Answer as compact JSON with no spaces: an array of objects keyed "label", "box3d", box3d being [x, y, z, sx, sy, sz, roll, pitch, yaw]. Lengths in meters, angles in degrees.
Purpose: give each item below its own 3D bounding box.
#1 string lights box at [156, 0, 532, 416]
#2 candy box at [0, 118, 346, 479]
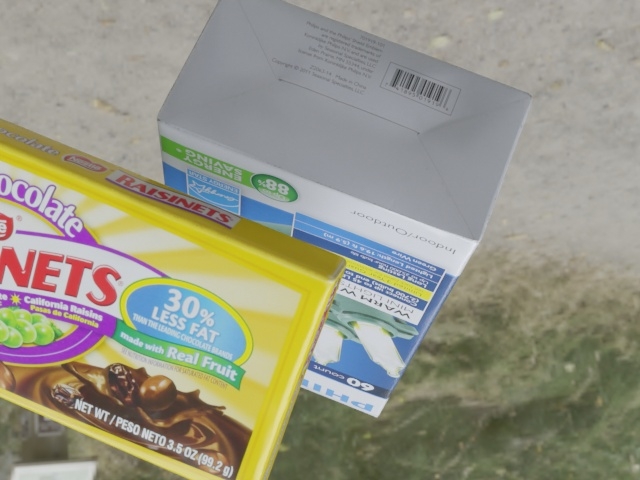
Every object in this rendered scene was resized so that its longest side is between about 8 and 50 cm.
[{"label":"string lights box","box3d":[0.000,0.000,0.501,0.133,0.076,0.259,21,155,5]},{"label":"candy box","box3d":[-0.102,0.016,0.382,0.206,0.105,0.027,22,-160,6]}]
